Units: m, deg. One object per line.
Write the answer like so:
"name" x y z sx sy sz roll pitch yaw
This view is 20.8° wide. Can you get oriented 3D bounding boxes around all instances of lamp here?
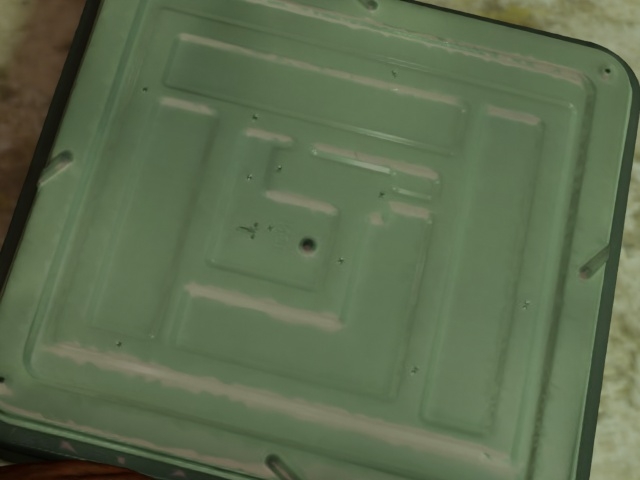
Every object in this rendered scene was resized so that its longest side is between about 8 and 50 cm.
"lamp" 0.000 0.000 0.783 0.266 0.047 0.269 13 61 0

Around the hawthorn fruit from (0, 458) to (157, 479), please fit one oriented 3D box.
"hawthorn fruit" -0.082 0.143 0.639 0.189 0.149 0.149 -22 68 -15
